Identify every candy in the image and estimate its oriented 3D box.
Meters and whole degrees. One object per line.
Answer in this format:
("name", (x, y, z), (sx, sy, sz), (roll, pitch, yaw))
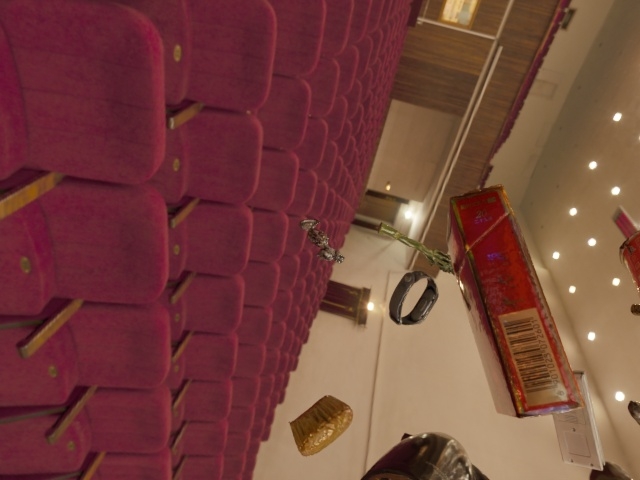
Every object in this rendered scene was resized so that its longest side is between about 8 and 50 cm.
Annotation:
("candy", (0.000, 0.000, 1.458), (0.226, 0.093, 0.051), (52, -45, 38))

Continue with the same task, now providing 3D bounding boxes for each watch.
("watch", (0.327, 0.210, 1.526), (0.206, 0.192, 0.068), (-55, -141, 4))

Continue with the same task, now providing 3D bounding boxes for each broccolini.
("broccolini", (0.357, 0.034, 1.581), (0.074, 0.391, 0.079), (-53, -156, 26))

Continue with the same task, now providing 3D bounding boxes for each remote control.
("remote control", (0.735, 0.513, 1.248), (0.055, 0.102, 0.278), (-16, 93, -43))

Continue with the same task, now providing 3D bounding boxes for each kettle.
("kettle", (0.246, 0.524, 0.882), (0.290, 0.268, 0.208), (-4, 120, -57))

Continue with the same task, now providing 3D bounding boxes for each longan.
("longan", (1.194, 1.006, 1.768), (0.189, 0.189, 0.190), (16, 90, -87))

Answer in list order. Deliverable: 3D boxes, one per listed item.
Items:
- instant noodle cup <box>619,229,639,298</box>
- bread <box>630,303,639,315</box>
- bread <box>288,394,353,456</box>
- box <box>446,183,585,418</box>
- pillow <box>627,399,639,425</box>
("instant noodle cup", (0.785, 0.084, 0.932), (0.213, 0.213, 0.174), (102, 8, -49))
("bread", (1.255, 0.273, 1.679), (0.088, 0.033, 0.049), (0, -77, 59))
("bread", (0.007, 0.650, 1.527), (0.239, 0.139, 0.240), (-29, 155, -15))
("box", (0.275, 0.099, 0.664), (0.197, 0.089, 0.314), (52, 26, -65))
("pillow", (0.761, 0.407, 0.952), (0.051, 0.241, 0.093), (-51, -144, 31))
